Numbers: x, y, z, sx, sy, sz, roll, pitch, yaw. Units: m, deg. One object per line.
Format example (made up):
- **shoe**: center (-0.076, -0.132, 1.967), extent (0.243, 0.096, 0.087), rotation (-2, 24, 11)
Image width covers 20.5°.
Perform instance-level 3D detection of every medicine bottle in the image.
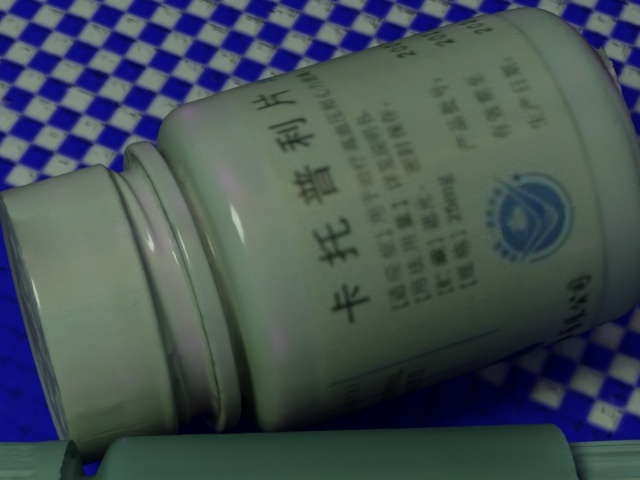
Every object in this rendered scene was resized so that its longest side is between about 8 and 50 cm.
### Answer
- **medicine bottle**: center (0.000, 0.000, 0.862), extent (0.293, 0.170, 0.170), rotation (-17, 58, -12)
- **medicine bottle**: center (0.003, 0.159, 0.759), extent (0.318, 0.158, 0.158), rotation (-2, 56, -2)
